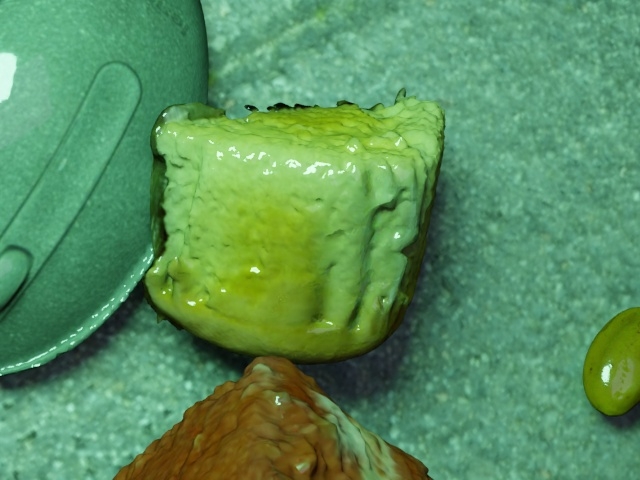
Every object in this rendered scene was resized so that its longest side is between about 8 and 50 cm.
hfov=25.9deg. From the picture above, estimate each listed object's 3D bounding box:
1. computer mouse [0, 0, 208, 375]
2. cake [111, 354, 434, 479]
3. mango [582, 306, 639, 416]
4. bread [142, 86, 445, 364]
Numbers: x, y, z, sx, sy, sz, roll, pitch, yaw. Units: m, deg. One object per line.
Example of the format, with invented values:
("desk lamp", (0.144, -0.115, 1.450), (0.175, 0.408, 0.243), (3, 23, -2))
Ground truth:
("computer mouse", (-0.194, -0.076, 1.019), (0.203, 0.114, 0.374), (30, 76, -37))
("cake", (-0.008, 0.289, 0.959), (0.270, 0.269, 0.319), (-43, 112, 11))
("mango", (0.276, 0.109, 1.239), (0.080, 0.060, 0.114), (45, 69, -13))
("bread", (0.000, 0.000, 1.057), (0.262, 0.162, 0.204), (-11, 123, -34))
